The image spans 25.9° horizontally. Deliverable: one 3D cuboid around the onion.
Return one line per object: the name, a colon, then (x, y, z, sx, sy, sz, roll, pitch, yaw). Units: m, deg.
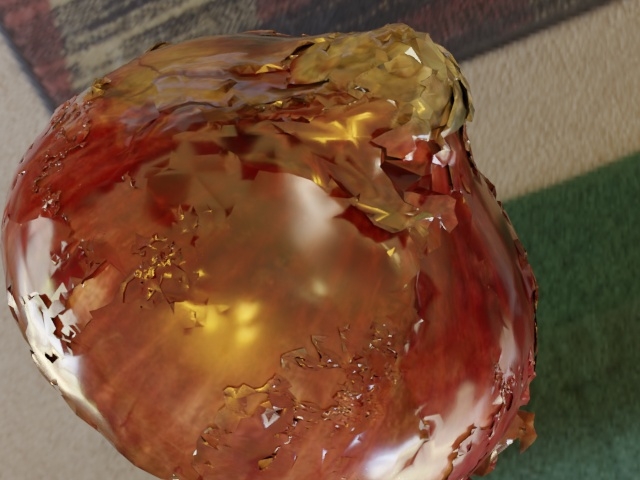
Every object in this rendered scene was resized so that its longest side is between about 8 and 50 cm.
onion: (0.000, 0.000, 0.424, 0.184, 0.184, 0.147, 36, 121, -10)
